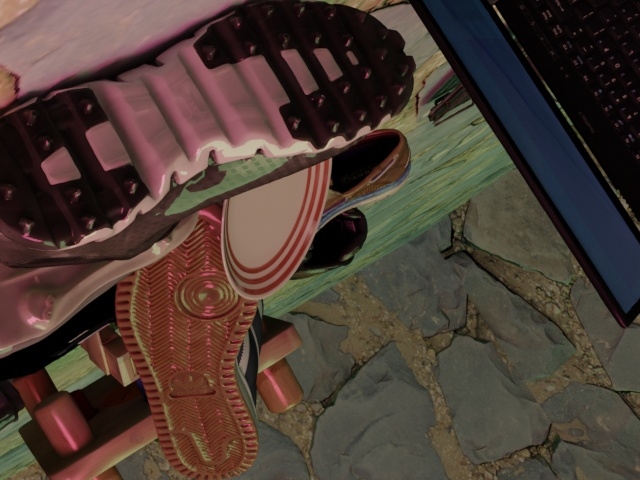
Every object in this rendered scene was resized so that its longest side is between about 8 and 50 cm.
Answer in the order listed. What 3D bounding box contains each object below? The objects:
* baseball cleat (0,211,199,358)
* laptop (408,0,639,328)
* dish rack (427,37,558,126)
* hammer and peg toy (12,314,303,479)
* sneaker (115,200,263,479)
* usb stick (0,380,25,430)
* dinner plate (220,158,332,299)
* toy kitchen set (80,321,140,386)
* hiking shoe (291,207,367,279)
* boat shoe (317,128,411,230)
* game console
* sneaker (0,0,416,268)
[{"bbox_3d":[-0.156,0.021,0.703,0.206,0.072,0.109,-24,177,-41],"label":"baseball cleat"},{"bbox_3d":[0.207,-0.102,0.820,0.264,0.234,0.136,-31,176,-12],"label":"laptop"},{"bbox_3d":[0.233,-0.176,1.219,0.272,0.074,0.208,-30,174,-24],"label":"dish rack"},{"bbox_3d":[-0.202,0.171,1.231,0.361,0.127,0.266,-32,-169,-17],"label":"hammer and peg toy"},{"bbox_3d":[-0.093,0.037,0.987,0.099,0.153,0.282,-2,132,-1],"label":"sneaker"},{"bbox_3d":[-0.372,0.194,1.063,0.278,0.045,0.077,-32,-152,-24],"label":"usb stick"},{"bbox_3d":[-0.032,-0.030,0.856,0.141,0.017,0.141,-46,145,-47],"label":"dinner plate"},{"bbox_3d":[-0.167,0.063,1.115,0.075,0.083,0.068,-31,133,-26],"label":"toy kitchen set"},{"bbox_3d":[0.000,0.000,1.205,0.114,0.086,0.227,-1,-170,27],"label":"hiking shoe"},{"bbox_3d":[-0.010,-0.046,1.072,0.183,0.066,0.066,-29,157,-14],"label":"boat shoe"},{"bbox_3d":[-0.296,0.116,0.937,0.361,0.044,0.213,-34,174,7],"label":"game console"},{"bbox_3d":[-0.063,-0.047,0.613,0.234,0.078,0.106,-25,175,-31],"label":"sneaker"}]
